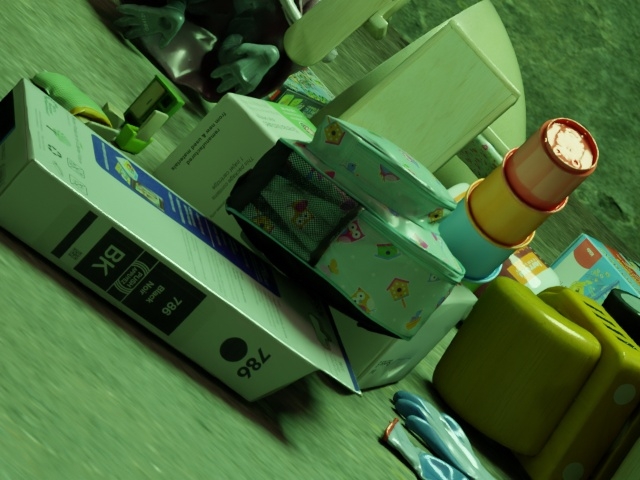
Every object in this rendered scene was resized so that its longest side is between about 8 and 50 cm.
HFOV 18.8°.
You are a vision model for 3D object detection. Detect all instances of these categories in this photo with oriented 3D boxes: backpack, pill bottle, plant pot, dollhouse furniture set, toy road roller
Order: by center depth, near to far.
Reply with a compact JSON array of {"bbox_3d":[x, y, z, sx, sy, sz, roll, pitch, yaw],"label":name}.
[{"bbox_3d":[0.036,-0.010,1.606,0.188,0.144,0.166,46,5,8],"label":"backpack"},{"bbox_3d":[-0.187,-0.130,1.771,0.076,0.058,0.152,49,14,24],"label":"dollhouse furniture set"},{"bbox_3d":[0.259,0.169,1.908,0.241,0.202,0.329,23,16,-27],"label":"toy road roller"},{"bbox_3d":[0.085,-0.117,2.074,0.303,0.174,0.355,49,-6,4],"label":"dollhouse furniture set"},{"bbox_3d":[0.202,0.048,2.262,0.221,0.121,0.121,47,13,13],"label":"pill bottle"},{"bbox_3d":[0.144,-0.139,2.391,0.191,0.284,0.284,56,13,1],"label":"plant pot"}]

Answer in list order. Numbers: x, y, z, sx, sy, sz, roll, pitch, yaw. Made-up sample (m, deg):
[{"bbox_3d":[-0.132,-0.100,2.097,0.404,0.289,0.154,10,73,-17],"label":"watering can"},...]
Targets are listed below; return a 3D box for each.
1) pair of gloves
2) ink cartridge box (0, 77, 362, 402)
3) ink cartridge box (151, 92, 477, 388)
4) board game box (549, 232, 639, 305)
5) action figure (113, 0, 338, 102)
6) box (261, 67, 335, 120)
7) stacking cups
[{"bbox_3d":[0.122,0.203,1.745,0.159,0.023,0.198,44,13,-1],"label":"pair of gloves"},{"bbox_3d":[-0.118,0.017,1.505,0.333,0.065,0.165,37,14,-24],"label":"ink cartridge box"},{"bbox_3d":[0.000,0.000,1.803,0.273,0.115,0.198,46,12,12],"label":"ink cartridge box"},{"bbox_3d":[0.439,0.153,2.364,0.308,0.086,0.302,51,15,28],"label":"board game box"},{"bbox_3d":[-0.068,-0.310,2.206,0.248,0.276,0.370,58,38,-11],"label":"action figure"},{"bbox_3d":[-0.042,-0.200,2.496,0.114,0.036,0.207,49,14,22],"label":"box"},{"bbox_3d":[0.158,-0.015,1.880,0.096,0.316,0.096,19,48,-22],"label":"stacking cups"}]
